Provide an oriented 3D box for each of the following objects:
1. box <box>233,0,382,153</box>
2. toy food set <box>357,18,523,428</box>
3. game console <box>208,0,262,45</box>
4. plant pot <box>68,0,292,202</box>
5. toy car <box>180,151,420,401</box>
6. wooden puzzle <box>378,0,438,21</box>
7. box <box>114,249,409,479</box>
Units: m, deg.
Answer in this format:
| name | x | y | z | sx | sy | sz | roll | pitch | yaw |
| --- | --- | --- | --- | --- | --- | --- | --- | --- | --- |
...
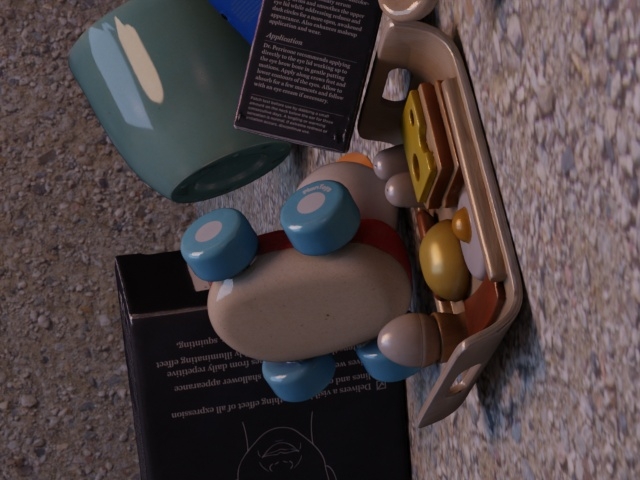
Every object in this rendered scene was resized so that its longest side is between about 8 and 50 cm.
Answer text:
| name | x | y | z | sx | sy | sz | roll | pitch | yaw |
| --- | --- | --- | --- | --- | --- | --- | --- | --- | --- |
| box | -0.003 | -0.192 | 1.479 | 0.153 | 0.108 | 0.207 | -87 | 11 | -86 |
| toy food set | 0.085 | -0.012 | 1.402 | 0.219 | 0.092 | 0.306 | 104 | 156 | -66 |
| game console | -0.056 | -0.373 | 1.913 | 0.250 | 0.173 | 0.293 | 46 | 168 | -8 |
| plant pot | -0.166 | -0.193 | 2.208 | 0.293 | 0.293 | 0.235 | 114 | 132 | -72 |
| toy car | 0.000 | 0.000 | 1.641 | 0.219 | 0.210 | 0.238 | 59 | -153 | -34 |
| wooden puzzle | 0.079 | -0.392 | 1.205 | 0.347 | 0.081 | 0.322 | 103 | 157 | -52 |
| box | -0.064 | 0.211 | 1.851 | 0.212 | 0.294 | 0.395 | -123 | 28 | -69 |
